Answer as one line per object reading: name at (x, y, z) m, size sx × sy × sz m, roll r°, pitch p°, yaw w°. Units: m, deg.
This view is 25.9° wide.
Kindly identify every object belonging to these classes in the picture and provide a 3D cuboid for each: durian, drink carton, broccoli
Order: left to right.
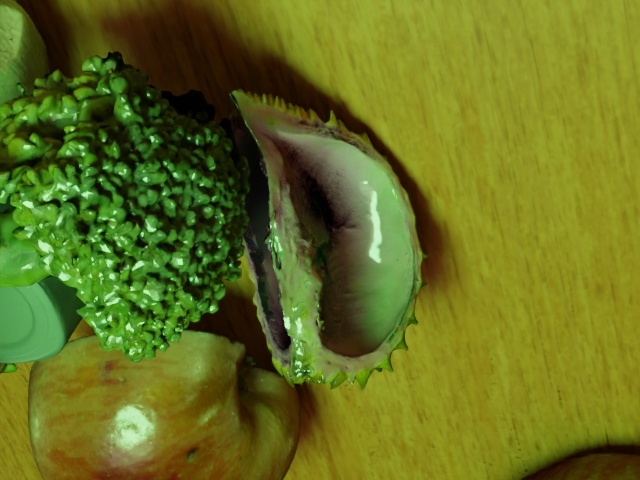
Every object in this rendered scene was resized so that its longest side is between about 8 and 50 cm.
drink carton at (-0.273, 0.010, 1.353) m, size 0.185 × 0.190 × 0.191 m, roll -4°, pitch 127°, yaw 19°
broccoli at (-0.195, -0.008, 1.121) m, size 0.273 × 0.180 × 0.242 m, roll -23°, pitch 106°, yaw 15°
durian at (0.005, -0.001, 1.250) m, size 0.186 × 0.154 × 0.261 m, roll 1°, pitch 94°, yaw -7°

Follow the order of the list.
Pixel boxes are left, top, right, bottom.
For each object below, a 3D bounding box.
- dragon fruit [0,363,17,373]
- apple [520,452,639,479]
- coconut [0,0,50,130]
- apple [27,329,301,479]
dragon fruit at (-0.433, 0.071, 1.452) m, size 0.268 × 0.130 × 0.295 m, roll 33°, pitch 155°, yaw 36°
apple at (0.267, 0.373, 1.367) m, size 0.301 × 0.301 × 0.302 m, roll 12°, pitch 131°, yaw 14°
coconut at (-0.348, -0.129, 1.242) m, size 0.230 × 0.227 × 0.227 m, roll 27°, pitch 133°, yaw 6°
apple at (-0.153, 0.217, 1.410) m, size 0.251 × 0.163 × 0.293 m, roll -19°, pitch 149°, yaw 30°
